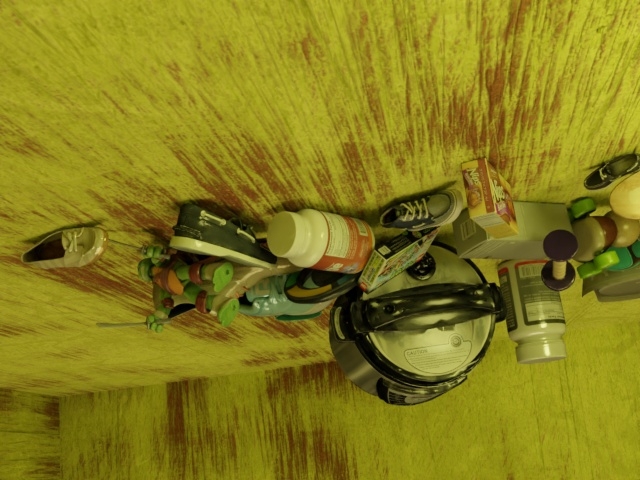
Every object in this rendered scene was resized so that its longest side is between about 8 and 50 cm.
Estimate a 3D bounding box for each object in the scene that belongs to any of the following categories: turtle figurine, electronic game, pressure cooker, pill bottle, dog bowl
[{"bbox_3d":[-0.325,0.107,1.678,0.266,0.198,0.274,9,178,28],"label":"turtle figurine"},{"bbox_3d":[0.021,0.068,1.797,0.229,0.048,0.229,-24,-158,11],"label":"electronic game"},{"bbox_3d":[0.220,0.193,1.958,0.375,0.370,0.420,38,159,2],"label":"pressure cooker"},{"bbox_3d":[0.598,0.197,2.240,0.161,0.283,0.161,-5,164,-2],"label":"pill bottle"},{"bbox_3d":[0.000,0.000,1.641,0.216,0.121,0.121,10,157,-42],"label":"pill bottle"},{"bbox_3d":[0.939,0.095,2.346,0.348,0.102,0.349,-6,163,-2],"label":"dog bowl"}]

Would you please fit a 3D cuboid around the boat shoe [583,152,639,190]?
[{"bbox_3d":[0.560,-0.133,1.531,0.125,0.046,0.038,-23,157,37],"label":"boat shoe"}]

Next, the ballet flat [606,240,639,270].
[{"bbox_3d":[0.843,0.023,2.114,0.087,0.083,0.247,-14,171,-28],"label":"ballet flat"}]

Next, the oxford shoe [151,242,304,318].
[{"bbox_3d":[-0.208,0.101,1.857,0.396,0.147,0.140,-13,160,18],"label":"oxford shoe"}]

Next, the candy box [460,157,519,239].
[{"bbox_3d":[0.325,-0.077,1.523,0.053,0.109,0.186,-14,161,23],"label":"candy box"}]

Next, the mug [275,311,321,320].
[{"bbox_3d":[-0.053,0.161,2.208,0.157,0.097,0.129,-8,163,3],"label":"mug"}]

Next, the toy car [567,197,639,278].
[{"bbox_3d":[0.659,-0.020,1.797,0.188,0.155,0.149,-15,166,-14],"label":"toy car"}]

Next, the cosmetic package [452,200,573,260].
[{"bbox_3d":[0.426,-0.021,1.763,0.237,0.107,0.127,4,158,-22],"label":"cosmetic package"}]

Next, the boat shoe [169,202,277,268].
[{"bbox_3d":[-0.179,-0.004,1.614,0.114,0.091,0.302,8,174,29],"label":"boat shoe"}]

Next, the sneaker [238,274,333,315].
[{"bbox_3d":[-0.109,0.131,2.023,0.150,0.135,0.366,6,159,-44],"label":"sneaker"}]

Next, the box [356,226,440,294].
[{"bbox_3d":[0.171,0.030,1.724,0.207,0.036,0.114,-29,153,-42],"label":"box"}]

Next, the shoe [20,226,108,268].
[{"bbox_3d":[-0.513,0.019,1.596,0.219,0.077,0.058,-14,167,32],"label":"shoe"}]

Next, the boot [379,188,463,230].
[{"bbox_3d":[0.201,-0.057,1.612,0.086,0.069,0.190,0,165,-29],"label":"boot"}]

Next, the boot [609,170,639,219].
[{"bbox_3d":[0.680,-0.085,1.582,0.295,0.104,0.211,-19,168,-6],"label":"boot"}]

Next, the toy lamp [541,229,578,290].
[{"bbox_3d":[0.524,0.052,1.750,0.080,0.080,0.275,-10,157,11],"label":"toy lamp"}]
